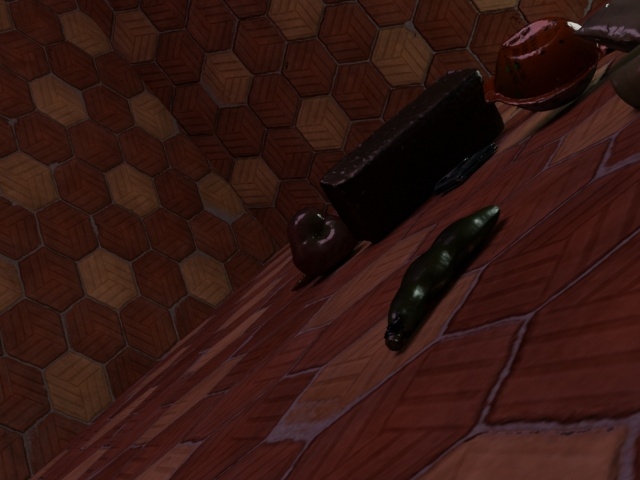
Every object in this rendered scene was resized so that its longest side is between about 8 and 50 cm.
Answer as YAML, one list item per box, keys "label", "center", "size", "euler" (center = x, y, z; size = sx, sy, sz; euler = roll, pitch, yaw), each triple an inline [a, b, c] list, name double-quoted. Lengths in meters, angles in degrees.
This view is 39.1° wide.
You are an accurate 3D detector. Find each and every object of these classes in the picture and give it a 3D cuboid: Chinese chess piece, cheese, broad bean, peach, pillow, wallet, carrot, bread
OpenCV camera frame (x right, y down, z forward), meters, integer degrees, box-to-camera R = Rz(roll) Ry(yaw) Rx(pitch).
- label: "Chinese chess piece"
  center: [0.409, -0.215, 1.053]
  size: [0.144, 0.058, 0.144]
  euler: [-37, 3, 2]
- label: "cheese"
  center: [0.428, -0.319, 1.530]
  size: [0.329, 0.129, 0.217]
  euler: [-24, 34, 21]
- label: "broad bean"
  center: [0.125, 0.032, 0.977]
  size: [0.060, 0.043, 0.297]
  euler: [-21, 16, 42]
- label: "peach"
  center: [0.000, 0.000, 1.933]
  size: [0.152, 0.152, 0.152]
  euler: [-39, 4, 3]
- label: "pillow"
  center: [0.525, -0.369, 1.418]
  size: [0.229, 0.050, 0.148]
  euler: [-37, 44, -20]
- label: "wallet"
  center: [0.270, -0.135, 1.696]
  size: [0.129, 0.026, 0.088]
  euler: [-41, 4, -32]
- label: "carrot"
  center: [0.012, 0.043, 2.023]
  size: [0.216, 0.048, 0.048]
  euler: [-43, 3, 10]
- label: "bread"
  center: [0.191, -0.177, 1.843]
  size: [0.416, 0.165, 0.113]
  euler: [-40, 24, -21]

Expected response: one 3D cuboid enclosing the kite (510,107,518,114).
- label: "kite"
  center: [0.467, -0.313, 2.100]
  size: [0.044, 0.002, 0.078]
  euler: [-37, 3, 32]
